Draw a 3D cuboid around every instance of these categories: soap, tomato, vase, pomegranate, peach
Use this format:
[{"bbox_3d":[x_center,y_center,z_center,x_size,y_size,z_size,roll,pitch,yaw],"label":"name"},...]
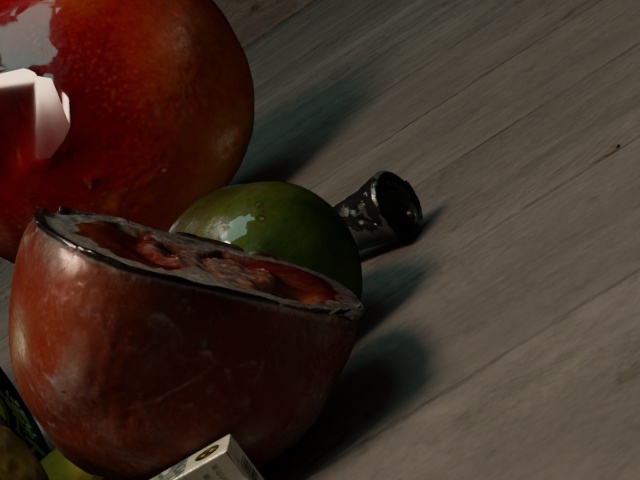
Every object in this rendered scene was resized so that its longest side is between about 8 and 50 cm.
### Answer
[{"bbox_3d":[-0.196,0.185,1.253,0.089,0.033,0.168,-30,13,31],"label":"soap"},{"bbox_3d":[-0.095,0.077,1.075,0.181,0.214,0.155,-147,73,-76],"label":"tomato"},{"bbox_3d":[0.000,0.000,1.393,0.167,0.059,0.059,-25,15,36],"label":"vase"},{"bbox_3d":[-0.057,0.049,1.238,0.152,0.131,0.191,-1,57,59],"label":"pomegranate"},{"bbox_3d":[-0.260,-0.131,1.864,0.388,0.388,0.388,-32,13,8],"label":"peach"}]

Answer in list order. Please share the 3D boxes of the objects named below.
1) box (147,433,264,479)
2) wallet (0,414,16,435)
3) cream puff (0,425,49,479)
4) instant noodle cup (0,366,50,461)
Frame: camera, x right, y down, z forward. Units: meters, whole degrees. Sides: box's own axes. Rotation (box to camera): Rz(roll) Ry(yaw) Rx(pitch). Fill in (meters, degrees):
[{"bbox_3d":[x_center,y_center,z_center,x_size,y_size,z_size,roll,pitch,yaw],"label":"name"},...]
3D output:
[{"bbox_3d":[-0.072,0.155,1.007,0.083,0.054,0.024,-31,17,14],"label":"box"},{"bbox_3d":[-0.366,0.128,1.248,0.247,0.323,0.041,-44,-22,12],"label":"wallet"},{"bbox_3d":[-0.314,0.197,1.021,0.291,0.257,0.324,-17,22,44],"label":"cream puff"},{"bbox_3d":[-0.361,0.180,1.358,0.236,0.215,0.215,-42,12,1],"label":"instant noodle cup"}]
